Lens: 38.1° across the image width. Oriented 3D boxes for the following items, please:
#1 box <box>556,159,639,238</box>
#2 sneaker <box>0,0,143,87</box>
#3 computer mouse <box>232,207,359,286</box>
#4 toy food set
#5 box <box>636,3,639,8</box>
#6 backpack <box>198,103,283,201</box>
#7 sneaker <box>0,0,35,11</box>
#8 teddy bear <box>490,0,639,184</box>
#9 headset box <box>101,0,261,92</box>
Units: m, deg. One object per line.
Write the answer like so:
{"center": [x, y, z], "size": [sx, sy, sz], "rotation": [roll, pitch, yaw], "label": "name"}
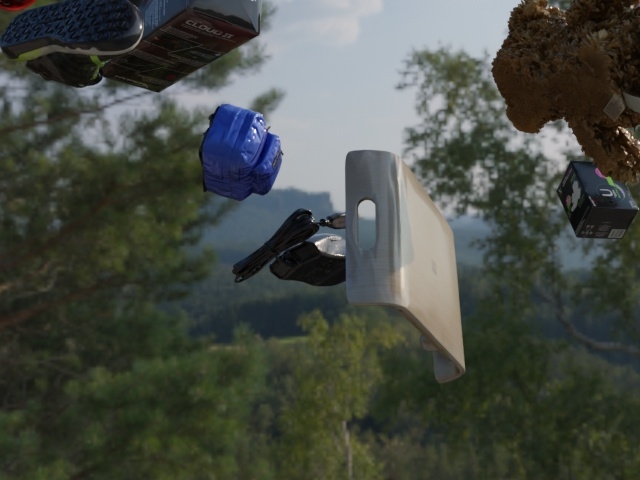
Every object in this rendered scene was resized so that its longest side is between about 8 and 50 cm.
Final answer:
{"center": [0.327, -0.048, 1.101], "size": [0.062, 0.083, 0.052], "rotation": [2, -45, -13], "label": "box"}
{"center": [-0.277, -0.230, 1.097], "size": [0.234, 0.084, 0.097], "rotation": [7, -27, 38], "label": "sneaker"}
{"center": [0.000, 0.000, 1.390], "size": [0.184, 0.060, 0.262], "rotation": [-38, -26, 32], "label": "computer mouse"}
{"center": [0.112, 0.044, 1.262], "size": [0.092, 0.220, 0.306], "rotation": [-13, -31, 22], "label": "toy food set"}
{"center": [0.471, -0.329, 1.261], "size": [0.142, 0.300, 0.154], "rotation": [-11, -11, -38], "label": "box"}
{"center": [-0.103, -0.119, 1.210], "size": [0.101, 0.098, 0.120], "rotation": [11, -25, 8], "label": "backpack"}
{"center": [-0.374, -0.307, 0.940], "size": [0.270, 0.145, 0.090], "rotation": [-9, -10, -13], "label": "sneaker"}
{"center": [0.331, -0.184, 0.996], "size": [0.113, 0.245, 0.338], "rotation": [-32, 7, -20], "label": "teddy bear"}
{"center": [-0.179, -0.343, 1.207], "size": [0.110, 0.218, 0.293], "rotation": [11, -16, -36], "label": "headset box"}
